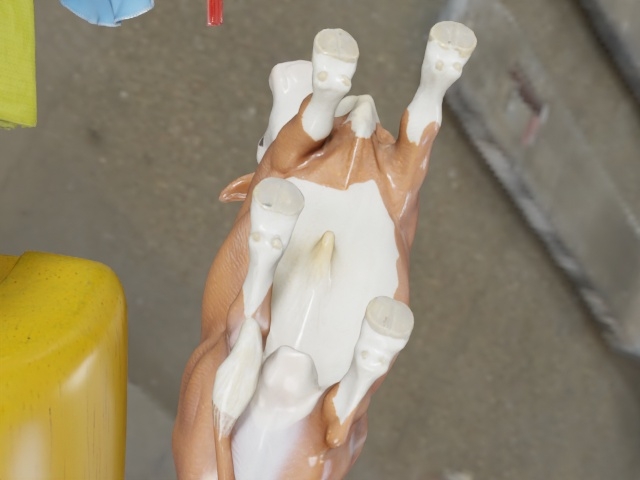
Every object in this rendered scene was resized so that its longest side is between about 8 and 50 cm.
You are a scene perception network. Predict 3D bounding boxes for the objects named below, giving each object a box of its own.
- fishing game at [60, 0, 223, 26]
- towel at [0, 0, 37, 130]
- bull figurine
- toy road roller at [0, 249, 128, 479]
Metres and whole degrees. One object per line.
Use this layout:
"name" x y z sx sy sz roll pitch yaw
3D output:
"fishing game" -0.130 -0.205 0.952 0.041 0.264 0.189 -12 113 -33
"towel" -0.166 -0.171 0.799 0.102 0.021 0.237 10 74 -64
"bull figurine" 0.000 0.000 0.873 0.188 0.101 0.310 111 -8 -48
"toy road roller" -0.204 0.091 0.620 0.329 0.240 0.202 -72 168 -55
